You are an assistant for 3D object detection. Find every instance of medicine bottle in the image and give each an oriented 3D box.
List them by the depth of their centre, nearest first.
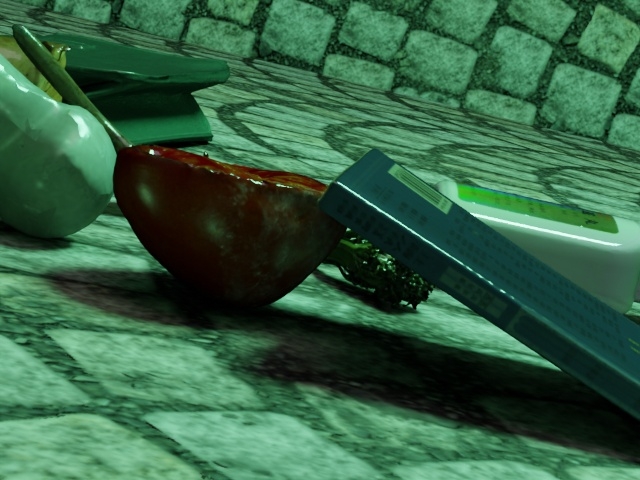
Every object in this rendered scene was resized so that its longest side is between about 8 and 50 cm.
[{"bbox_3d":[0.189,0.010,1.306,0.219,0.078,0.115,13,7,-3],"label":"medicine bottle"}]

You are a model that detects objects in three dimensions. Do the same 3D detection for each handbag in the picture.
[{"bbox_3d":[-0.246,-0.160,1.689,0.238,0.089,0.326,15,11,13],"label":"handbag"}]

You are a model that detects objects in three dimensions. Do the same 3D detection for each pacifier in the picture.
[{"bbox_3d":[-0.257,-0.126,1.070,0.273,0.220,0.332,20,41,10],"label":"pacifier"}]

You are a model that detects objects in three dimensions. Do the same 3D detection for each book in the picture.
[{"bbox_3d":[0.126,0.034,0.985,0.269,0.025,0.191,34,12,2],"label":"book"}]

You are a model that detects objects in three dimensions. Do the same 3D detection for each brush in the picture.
[{"bbox_3d":[-0.171,-0.090,1.242,0.196,0.021,0.070,50,-12,-30],"label":"brush"}]

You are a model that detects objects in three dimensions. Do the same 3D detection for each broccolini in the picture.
[{"bbox_3d":[0.000,0.000,1.221,0.051,0.054,0.239,-12,20,-35],"label":"broccolini"}]

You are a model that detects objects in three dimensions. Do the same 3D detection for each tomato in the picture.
[{"bbox_3d":[-0.061,-0.006,1.028,0.139,0.091,0.159,16,4,44],"label":"tomato"}]

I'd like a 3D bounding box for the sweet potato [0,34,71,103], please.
[{"bbox_3d":[-0.362,-0.130,1.255,0.336,0.131,0.131,11,10,-12],"label":"sweet potato"}]
